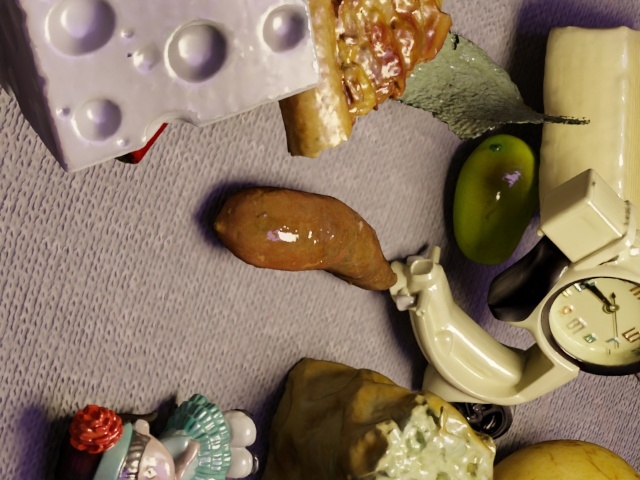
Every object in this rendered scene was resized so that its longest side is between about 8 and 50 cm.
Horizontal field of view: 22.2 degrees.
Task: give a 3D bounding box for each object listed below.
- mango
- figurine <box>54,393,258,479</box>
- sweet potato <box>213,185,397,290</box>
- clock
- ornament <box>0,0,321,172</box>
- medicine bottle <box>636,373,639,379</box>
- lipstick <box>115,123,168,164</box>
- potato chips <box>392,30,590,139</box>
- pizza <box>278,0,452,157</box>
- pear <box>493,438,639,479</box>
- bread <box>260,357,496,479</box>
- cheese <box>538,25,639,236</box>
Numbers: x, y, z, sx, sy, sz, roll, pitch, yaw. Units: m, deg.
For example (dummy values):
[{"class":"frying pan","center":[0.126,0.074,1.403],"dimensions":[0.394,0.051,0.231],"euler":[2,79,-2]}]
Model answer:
[{"class":"mango","center":[0.214,-0.049,1.990],"dimensions":[0.117,0.089,0.163],"euler":[3,104,-54]},{"class":"figurine","center":[-0.171,0.221,1.712],"dimensions":[0.245,0.110,0.138],"euler":[-7,108,-47]},{"class":"sweet potato","center":[0.002,-0.001,1.804],"dimensions":[0.292,0.097,0.097],"euler":[17,93,-46]},{"class":"clock","center":[0.239,0.086,1.939],"dimensions":[0.276,0.379,0.120],"euler":[46,33,-21]},{"class":"ornament","center":[-0.170,-0.238,1.404],"dimensions":[0.239,0.240,0.239],"euler":[-20,120,-16]},{"class":"medicine bottle","center":[0.620,0.159,2.291],"dimensions":[0.212,0.325,0.212],"euler":[-16,115,-38]},{"class":"lipstick","center":[-0.140,-0.184,1.611],"dimensions":[0.241,0.080,0.080],"euler":[-53,133,-16]},{"class":"potato chips","center":[0.193,-0.165,1.875],"dimensions":[0.167,0.228,0.059],"euler":[-41,160,-49]},{"class":"pizza","center":[0.048,-0.263,1.704],"dimensions":[0.278,0.114,0.409],"euler":[45,59,-51]},{"class":"pear","center":[0.315,0.397,2.136],"dimensions":[0.281,0.281,0.280],"euler":[-17,116,-39]},{"class":"bread","center":[0.062,0.255,1.852],"dimensions":[0.238,0.252,0.196],"euler":[42,79,-39]},{"class":"cheese","center":[0.360,-0.124,2.022],"dimensions":[0.242,0.124,0.265],"euler":[-1,94,-57]}]
